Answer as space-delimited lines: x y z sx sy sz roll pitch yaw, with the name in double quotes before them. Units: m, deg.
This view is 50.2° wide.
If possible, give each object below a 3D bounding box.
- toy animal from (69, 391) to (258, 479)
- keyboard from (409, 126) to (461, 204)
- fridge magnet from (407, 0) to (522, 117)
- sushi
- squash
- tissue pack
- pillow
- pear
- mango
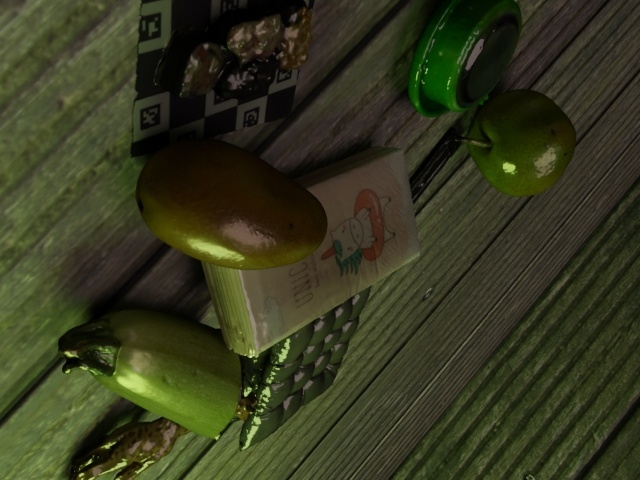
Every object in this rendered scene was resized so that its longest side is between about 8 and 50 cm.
"toy animal" -0.211 0.268 0.908 0.275 0.054 0.149 -34 139 -16
"keyboard" 0.167 -0.097 1.146 0.204 0.013 0.061 -51 153 -1
"fridge magnet" 0.194 -0.255 0.909 0.208 0.088 0.208 -38 150 -26
"sushi" -0.069 -0.167 0.643 0.215 0.050 0.192 -26 143 -42
"squash" -0.180 0.125 0.767 0.137 0.137 0.287 -49 146 -8
"tissue pack" 0.000 0.000 0.869 0.325 0.071 0.170 -27 114 -42
"pillow" -0.033 0.152 1.046 0.228 0.101 0.326 -25 145 -48
"pear" 0.317 -0.161 1.136 0.216 0.180 0.166 -8 165 -35
"mango" -0.076 -0.031 0.684 0.227 0.136 0.099 13 132 -45
